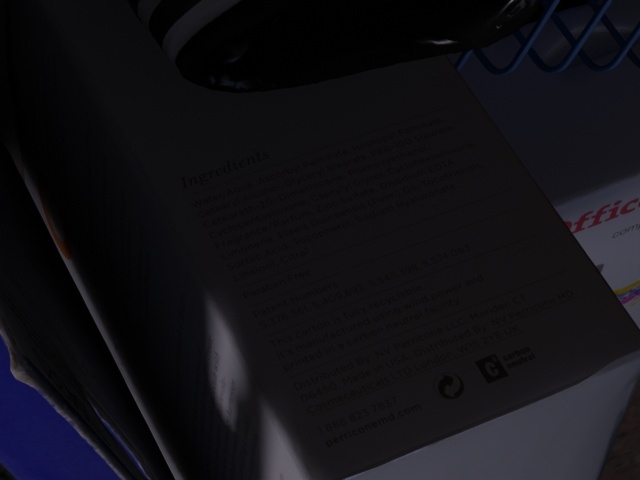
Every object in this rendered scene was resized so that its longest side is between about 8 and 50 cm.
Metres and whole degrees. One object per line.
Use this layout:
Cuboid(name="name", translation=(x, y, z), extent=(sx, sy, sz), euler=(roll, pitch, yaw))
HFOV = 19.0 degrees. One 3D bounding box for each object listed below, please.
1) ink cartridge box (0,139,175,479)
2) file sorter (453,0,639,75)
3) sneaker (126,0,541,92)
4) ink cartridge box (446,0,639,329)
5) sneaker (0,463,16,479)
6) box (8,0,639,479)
Cuboid(name="ink cartridge box", translation=(-0.162, 0.009, 0.841), extent=(0.071, 0.330, 0.324), euler=(-29, 149, -2))
Cuboid(name="file sorter", translation=(0.129, -0.160, 1.067), extent=(0.170, 0.104, 0.118), euler=(-6, 142, -36))
Cuboid(name="sneaker", translation=(0.076, -0.232, 0.765), extent=(0.447, 0.257, 0.169), euler=(-45, 146, 23))
Cuboid(name="ink cartridge box", translation=(0.156, -0.008, 1.261), extent=(0.226, 0.131, 0.306), euler=(-21, 153, -21))
Cuboid(name="sneaker", translation=(-0.265, 0.202, 1.291), extent=(0.237, 0.085, 0.086), euler=(-50, 171, 23))
Cuboid(name="box", translation=(-0.014, 0.010, 0.951), extent=(0.168, 0.345, 0.215), euler=(-20, 148, -19))
